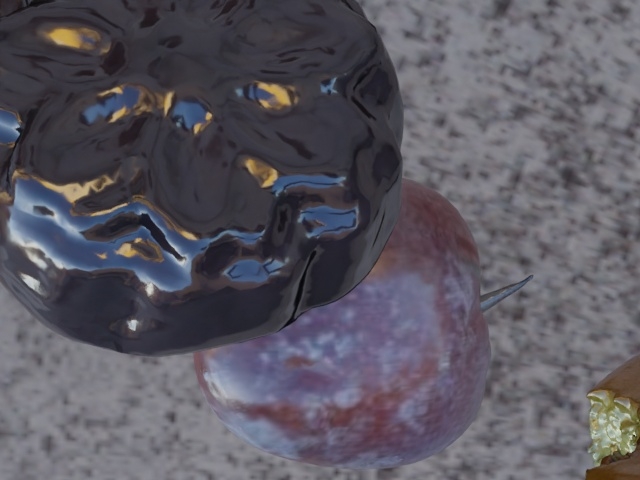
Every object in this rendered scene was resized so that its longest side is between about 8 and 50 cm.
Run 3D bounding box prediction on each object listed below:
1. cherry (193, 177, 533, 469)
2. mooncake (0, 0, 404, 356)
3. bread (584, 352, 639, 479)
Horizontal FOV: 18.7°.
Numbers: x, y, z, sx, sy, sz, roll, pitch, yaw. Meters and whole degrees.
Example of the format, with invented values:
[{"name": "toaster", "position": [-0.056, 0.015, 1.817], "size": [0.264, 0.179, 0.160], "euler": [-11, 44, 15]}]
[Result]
[{"name": "cherry", "position": [0.035, 0.067, 1.546], "size": [0.285, 0.213, 0.236], "euler": [-16, 94, -12]}, {"name": "mooncake", "position": [-0.085, -0.071, 1.181], "size": [0.283, 0.141, 0.283], "euler": [2, 59, -3]}, {"name": "bread", "position": [0.166, 0.069, 0.782], "size": [0.088, 0.226, 0.049], "euler": [12, 117, 36]}]
